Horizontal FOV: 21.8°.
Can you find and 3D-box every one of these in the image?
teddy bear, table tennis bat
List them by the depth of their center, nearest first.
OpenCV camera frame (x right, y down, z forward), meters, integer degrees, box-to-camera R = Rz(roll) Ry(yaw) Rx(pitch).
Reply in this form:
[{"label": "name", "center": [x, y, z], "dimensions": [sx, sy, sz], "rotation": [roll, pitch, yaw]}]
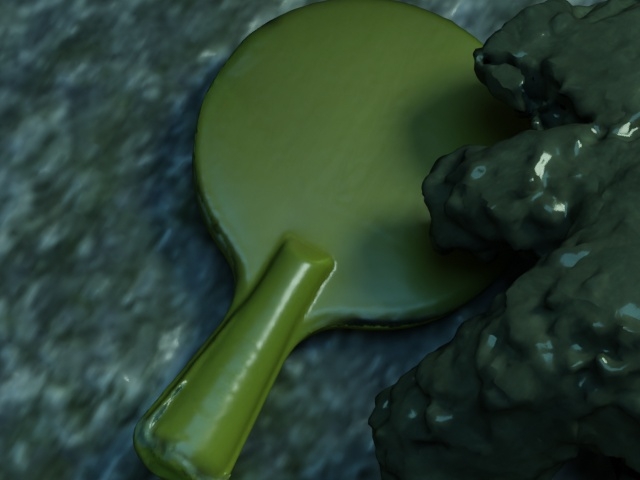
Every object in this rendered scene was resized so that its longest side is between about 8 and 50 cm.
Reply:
[{"label": "teddy bear", "center": [0.225, 0.001, 0.986], "dimensions": [0.357, 0.224, 0.368], "rotation": [9, 52, 3]}, {"label": "table tennis bat", "center": [0.000, 0.000, 1.040], "dimensions": [0.224, 0.054, 0.369], "rotation": [28, 66, 5]}]
